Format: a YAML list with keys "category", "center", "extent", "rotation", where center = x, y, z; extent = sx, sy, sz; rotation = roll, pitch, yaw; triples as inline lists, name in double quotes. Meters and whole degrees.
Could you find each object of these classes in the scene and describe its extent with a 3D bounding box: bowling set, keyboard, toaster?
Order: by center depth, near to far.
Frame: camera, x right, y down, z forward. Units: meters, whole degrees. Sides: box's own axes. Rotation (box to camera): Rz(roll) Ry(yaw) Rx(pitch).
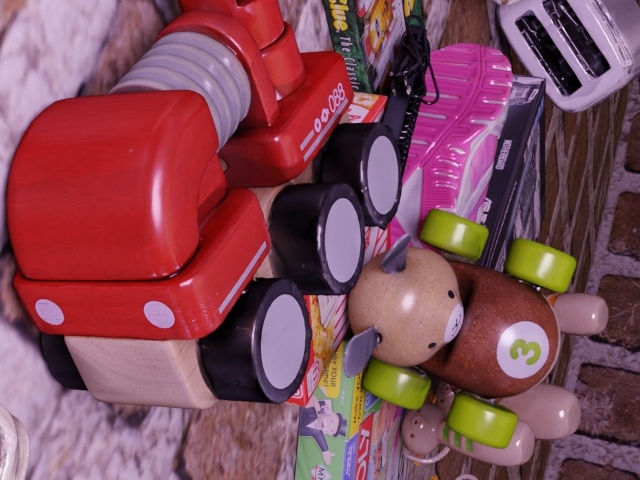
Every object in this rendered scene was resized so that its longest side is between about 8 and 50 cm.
- category: "keyboard"
  center: [0.074, -0.098, 0.856]
  extent: [0.192, 0.038, 0.100]
  rotation: [-74, 164, -49]
- category: "bowling set"
  center: [0.140, 0.129, 1.037]
  extent: [0.200, 0.154, 0.287]
  rotation: [45, 58, -44]
- category: "toaster"
  center: [0.310, -0.247, 1.352]
  extent: [0.227, 0.129, 0.146]
  rotation: [57, 34, -2]

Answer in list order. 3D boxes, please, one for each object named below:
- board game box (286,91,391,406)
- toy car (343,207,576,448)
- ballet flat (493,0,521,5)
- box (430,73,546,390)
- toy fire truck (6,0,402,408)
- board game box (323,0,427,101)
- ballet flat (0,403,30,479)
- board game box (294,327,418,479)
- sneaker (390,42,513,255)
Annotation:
- category: "board game box"
  center: [0.000, 0.000, 0.811]
  extent: [0.193, 0.045, 0.146]
  rotation: [-57, 151, -49]
- category: "toy car"
  center: [0.081, 0.054, 0.808]
  extent: [0.188, 0.149, 0.155]
  rotation: [19, 92, -60]
- category: "ballet flat"
  center: [0.191, -0.295, 1.136]
  extent: [0.348, 0.123, 0.123]
  rotation: [-14, 112, -69]
- category: "box"
  center: [0.195, -0.005, 1.311]
  extent: [0.242, 0.077, 0.307]
  rotation: [77, 29, -48]
- category: "toy fire truck"
  center: [-0.049, -0.072, 0.518]
  extent: [0.217, 0.159, 0.246]
  rotation: [-57, 139, -47]
- category: "board game box"
  center: [0.044, -0.189, 0.872]
  extent: [0.259, 0.030, 0.136]
  rotation: [73, 30, -52]
- category: "ballet flat"
  center: [-0.149, 0.148, 0.453]
  extent: [0.052, 0.057, 0.168]
  rotation: [62, 41, -75]
- category: "board game box"
  center: [0.032, 0.212, 1.005]
  extent: [0.213, 0.046, 0.317]
  rotation: [-28, 125, -67]
- category: "sneaker"
  center: [0.104, -0.064, 1.013]
  extent: [0.111, 0.103, 0.252]
  rotation: [70, 41, -62]
